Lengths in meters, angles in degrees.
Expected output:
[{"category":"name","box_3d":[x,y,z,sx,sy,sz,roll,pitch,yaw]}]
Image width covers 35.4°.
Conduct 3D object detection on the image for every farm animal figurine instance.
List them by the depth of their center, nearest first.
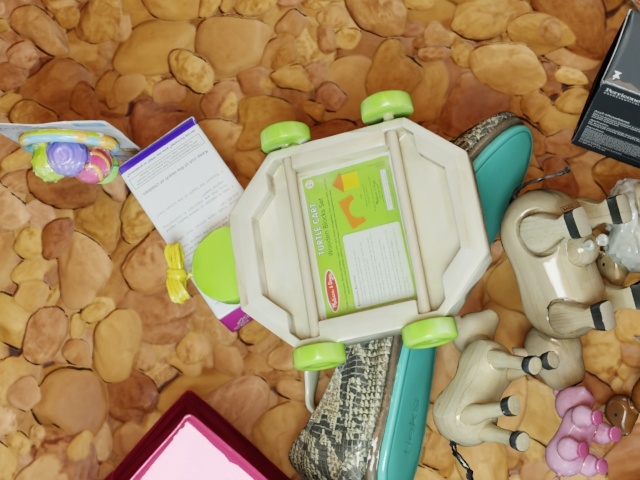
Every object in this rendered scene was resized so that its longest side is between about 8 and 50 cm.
[{"category":"farm animal figurine","box_3d":[0.250,0.088,1.085,0.330,0.172,0.327,2,83,-33]}]

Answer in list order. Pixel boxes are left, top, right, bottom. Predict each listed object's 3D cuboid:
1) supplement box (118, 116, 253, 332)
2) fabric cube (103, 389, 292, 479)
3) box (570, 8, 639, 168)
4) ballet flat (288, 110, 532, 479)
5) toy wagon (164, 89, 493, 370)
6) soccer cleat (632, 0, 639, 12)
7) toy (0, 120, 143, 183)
[{"category":"supplement box","box_3d":[-0.126,-0.015,1.187,0.114,0.111,0.220,-36,76,-5]},{"category":"fabric cube","box_3d":[-0.124,0.333,0.995,0.254,0.258,0.259,43,82,-4]},{"category":"box","box_3d":[0.440,-0.140,1.143,0.261,0.184,0.103,21,79,8]},{"category":"ballet flat","box_3d":[0.080,0.057,1.146,0.182,0.164,0.483,15,78,32]},{"category":"toy wagon","box_3d":[0.000,0.000,1.062,0.344,0.068,0.267,-14,73,17]},{"category":"soccer cleat","box_3d":[0.403,-0.328,1.256,0.196,0.068,0.076,35,84,9]},{"category":"toy","box_3d":[-0.282,-0.093,1.158,0.136,0.237,0.056,-1,88,4]}]
